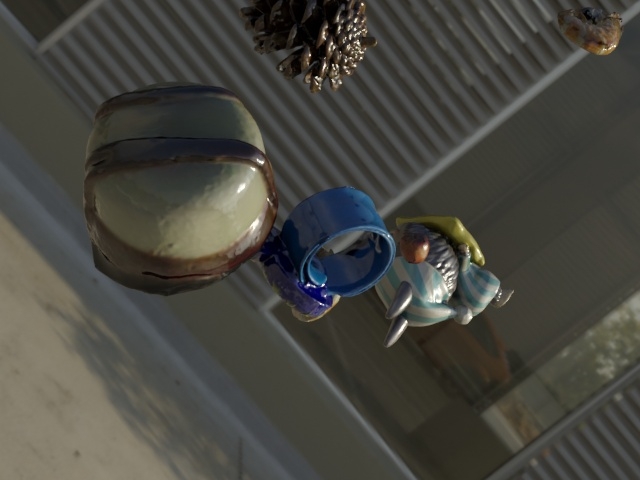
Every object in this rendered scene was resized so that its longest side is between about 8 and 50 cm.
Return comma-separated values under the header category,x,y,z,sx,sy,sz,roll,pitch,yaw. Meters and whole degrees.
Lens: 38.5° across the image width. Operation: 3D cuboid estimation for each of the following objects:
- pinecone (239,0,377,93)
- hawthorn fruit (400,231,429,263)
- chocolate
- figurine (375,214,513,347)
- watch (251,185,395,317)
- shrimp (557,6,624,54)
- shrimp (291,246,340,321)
category,x,y,z,sx,sy,sz,roll,pitch,yaw
pinecone,-0.029,-0.448,1.958,0.309,0.244,0.244,27,-2,15
hawthorn fruit,0.223,0.018,2.186,0.077,0.077,0.077,50,4,-5
chocolate,-0.198,-0.092,1.205,0.283,0.284,0.186,53,-13,31
figurine,0.272,0.157,2.447,0.361,0.377,0.266,43,-25,-12
watch,0.006,0.007,1.464,0.196,0.200,0.171,29,29,-54
shrimp,0.629,-0.500,2.126,0.152,0.063,0.287,32,36,12
shrimp,-0.009,0.097,1.956,0.059,0.145,0.254,37,11,-24
